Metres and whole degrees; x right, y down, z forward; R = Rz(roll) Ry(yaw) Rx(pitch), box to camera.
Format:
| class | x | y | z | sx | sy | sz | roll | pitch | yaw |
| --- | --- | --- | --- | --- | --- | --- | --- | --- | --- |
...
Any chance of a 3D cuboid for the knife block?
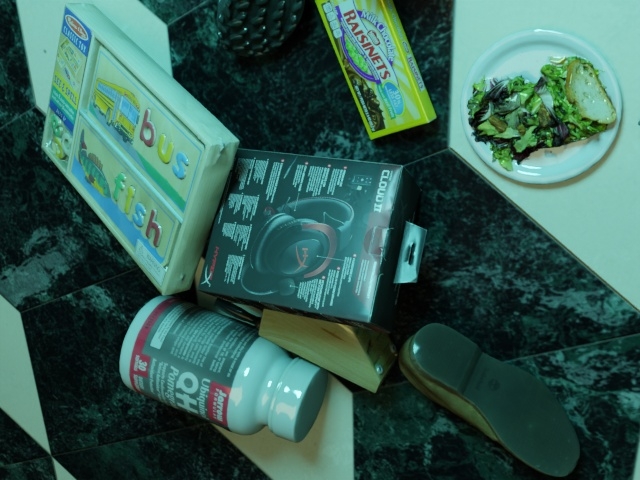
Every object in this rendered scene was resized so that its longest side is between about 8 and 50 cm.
| class | x | y | z | sx | sy | sz | roll | pitch | yaw |
| --- | --- | --- | --- | --- | --- | --- | --- | --- | --- |
| knife block | -0.039 | 0.127 | 1.232 | 0.242 | 0.088 | 0.275 | -21 | 102 | 33 |

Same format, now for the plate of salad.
| class | x | y | z | sx | sy | sz | roll | pitch | yaw |
| --- | --- | --- | --- | --- | --- | --- | --- | --- | --- |
| plate of salad | 0.271 | -0.162 | 0.964 | 0.200 | 0.048 | 0.199 | 11 | 118 | 22 |

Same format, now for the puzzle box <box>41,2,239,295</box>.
| class | x | y | z | sx | sy | sz | roll | pitch | yaw |
| --- | --- | --- | --- | --- | --- | --- | --- | --- | --- |
| puzzle box | -0.293 | -0.146 | 1.167 | 0.409 | 0.052 | 0.272 | 43 | 127 | 30 |

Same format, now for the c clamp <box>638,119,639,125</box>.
| class | x | y | z | sx | sy | sz | roll | pitch | yaw |
| --- | --- | --- | --- | --- | --- | --- | --- | --- | --- |
| c clamp | 0.459 | -0.190 | 0.874 | 0.161 | 0.022 | 0.137 | 11 | 112 | 24 |

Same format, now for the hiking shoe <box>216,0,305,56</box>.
| class | x | y | z | sx | sy | sz | roll | pitch | yaw |
| --- | --- | --- | --- | --- | --- | --- | --- | --- | --- |
| hiking shoe | -0.065 | -0.378 | 1.010 | 0.113 | 0.132 | 0.304 | 10 | 143 | -14 |

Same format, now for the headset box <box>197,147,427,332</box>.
| class | x | y | z | sx | sy | sz | roll | pitch | yaw |
| --- | --- | --- | --- | --- | --- | --- | --- | --- | --- |
| headset box | 0.000 | 0.000 | 1.078 | 0.293 | 0.110 | 0.218 | 8 | 79 | 23 |

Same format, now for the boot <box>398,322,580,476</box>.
| class | x | y | z | sx | sy | sz | roll | pitch | yaw |
| --- | --- | --- | --- | --- | --- | --- | --- | --- | --- |
| boot | 0.249 | 0.241 | 1.153 | 0.305 | 0.112 | 0.115 | 38 | 154 | 1 |

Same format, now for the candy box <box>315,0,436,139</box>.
| class | x | y | z | sx | sy | sz | roll | pitch | yaw |
| --- | --- | --- | --- | --- | --- | --- | --- | --- | --- |
| candy box | 0.073 | -0.244 | 1.027 | 0.105 | 0.027 | 0.205 | -12 | 108 | 42 |

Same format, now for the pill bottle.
| class | x | y | z | sx | sy | sz | roll | pitch | yaw |
| --- | --- | --- | --- | --- | --- | --- | --- | --- | --- |
| pill bottle | -0.157 | 0.218 | 1.279 | 0.319 | 0.176 | 0.176 | 17 | 119 | 19 |
